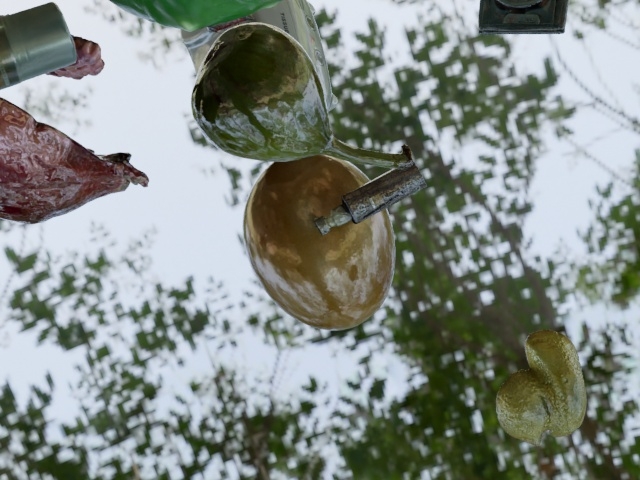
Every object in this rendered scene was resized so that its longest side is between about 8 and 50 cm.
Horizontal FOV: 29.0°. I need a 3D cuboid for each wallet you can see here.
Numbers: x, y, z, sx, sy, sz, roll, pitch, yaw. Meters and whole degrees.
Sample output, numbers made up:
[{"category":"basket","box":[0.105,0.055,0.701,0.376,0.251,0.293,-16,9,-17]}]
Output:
[{"category":"wallet","box":[0.285,-0.334,1.740,0.129,0.088,0.026,4,171,27]}]

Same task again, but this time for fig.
[{"category":"fig","box":[-0.027,-0.131,1.414,0.151,0.259,0.151,-48,-163,19]}]

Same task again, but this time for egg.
[{"category":"egg","box":[0.000,0.000,2.354,0.282,0.351,0.282,-26,175,-2]}]

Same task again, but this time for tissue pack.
[{"category":"tissue pack","box":[-0.114,-0.342,2.386,0.236,0.333,0.229,3,156,-40]}]

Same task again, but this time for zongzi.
[{"category":"zongzi","box":[-0.150,-0.329,1.833,0.083,0.067,0.073,-30,175,-14]}]

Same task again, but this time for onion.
[{"category":"onion","box":[-0.326,-0.081,1.320,0.283,0.120,0.227,20,174,-15]}]

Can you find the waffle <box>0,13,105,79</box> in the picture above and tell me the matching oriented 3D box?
[{"category":"waffle","box":[-0.415,-0.274,1.734,0.234,0.055,0.221,14,177,-25]}]

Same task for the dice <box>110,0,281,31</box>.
[{"category":"dice","box":[-0.117,-0.402,1.198,0.300,0.297,0.287,-40,-138,-20]}]

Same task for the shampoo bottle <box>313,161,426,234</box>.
[{"category":"shampoo bottle","box":[0.084,-0.071,2.187,0.207,0.057,0.063,-28,-177,-3]}]

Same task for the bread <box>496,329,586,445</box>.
[{"category":"bread","box":[0.354,0.238,1.968,0.149,0.188,0.065,-6,-168,-9]}]

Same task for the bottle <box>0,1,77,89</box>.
[{"category":"bottle","box":[-0.431,-0.200,1.451,0.286,0.082,0.082,-21,-160,-12]}]
